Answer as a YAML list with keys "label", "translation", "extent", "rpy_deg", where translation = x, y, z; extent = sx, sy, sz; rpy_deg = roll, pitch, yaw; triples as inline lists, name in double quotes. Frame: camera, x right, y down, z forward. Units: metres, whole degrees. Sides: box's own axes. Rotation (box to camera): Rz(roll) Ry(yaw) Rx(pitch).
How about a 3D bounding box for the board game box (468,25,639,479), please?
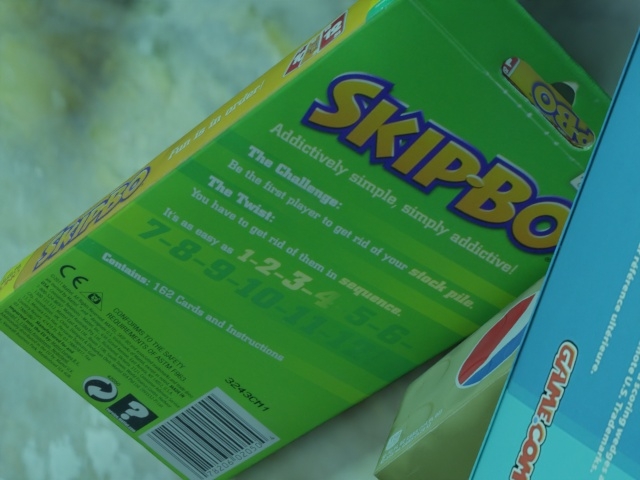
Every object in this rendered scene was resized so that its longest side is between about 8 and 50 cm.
- label: "board game box"
  translation: [0.160, 0.038, 0.286]
  extent: [0.336, 0.079, 0.254]
  rpy_deg: [34, 107, 61]

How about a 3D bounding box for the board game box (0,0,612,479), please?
- label: "board game box"
  translation: [0.000, 0.000, 0.655]
  extent: [0.124, 0.039, 0.259]
  rpy_deg: [42, 128, -20]

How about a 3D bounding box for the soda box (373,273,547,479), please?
- label: "soda box"
  translation: [0.102, 0.034, 0.591]
  extent: [0.058, 0.061, 0.181]
  rpy_deg: [42, 121, -8]
